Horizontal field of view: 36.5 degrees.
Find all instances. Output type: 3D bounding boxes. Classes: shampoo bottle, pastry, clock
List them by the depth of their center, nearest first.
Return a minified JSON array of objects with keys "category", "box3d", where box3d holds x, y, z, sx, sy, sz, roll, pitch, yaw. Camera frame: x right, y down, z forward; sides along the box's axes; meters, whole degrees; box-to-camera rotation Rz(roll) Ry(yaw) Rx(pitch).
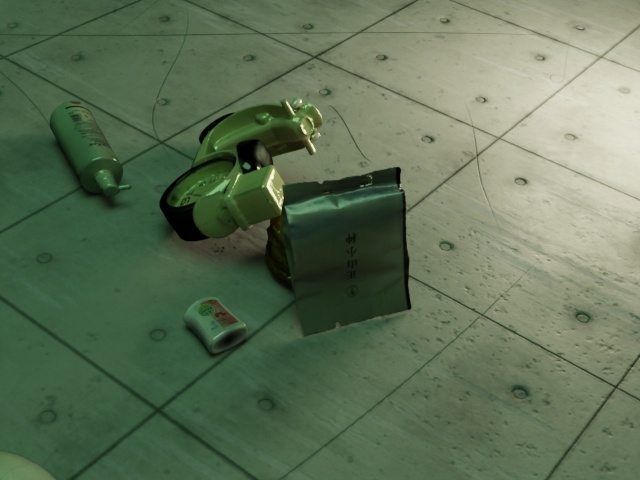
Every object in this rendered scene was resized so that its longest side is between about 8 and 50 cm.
[{"category":"shampoo bottle","box3d":[-0.171,0.129,1.539,0.072,0.043,0.099,-23,47,-30]},{"category":"pastry","box3d":[0.000,0.000,1.668,0.188,0.103,0.189,3,39,-3]},{"category":"clock","box3d":[-0.139,-0.143,1.770,0.276,0.120,0.379,-15,34,25]},{"category":"shampoo bottle","box3d":[-0.440,-0.166,1.843,0.085,0.085,0.262,-15,44,-23]}]

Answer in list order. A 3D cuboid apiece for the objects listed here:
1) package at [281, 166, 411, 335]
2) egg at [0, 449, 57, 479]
[{"category":"package","box3d":[0.045,0.013,1.563,0.203,0.251,0.062,-11,18,-15]},{"category":"egg","box3d":[-0.382,0.340,1.175,0.209,0.151,0.151,25,43,15]}]
